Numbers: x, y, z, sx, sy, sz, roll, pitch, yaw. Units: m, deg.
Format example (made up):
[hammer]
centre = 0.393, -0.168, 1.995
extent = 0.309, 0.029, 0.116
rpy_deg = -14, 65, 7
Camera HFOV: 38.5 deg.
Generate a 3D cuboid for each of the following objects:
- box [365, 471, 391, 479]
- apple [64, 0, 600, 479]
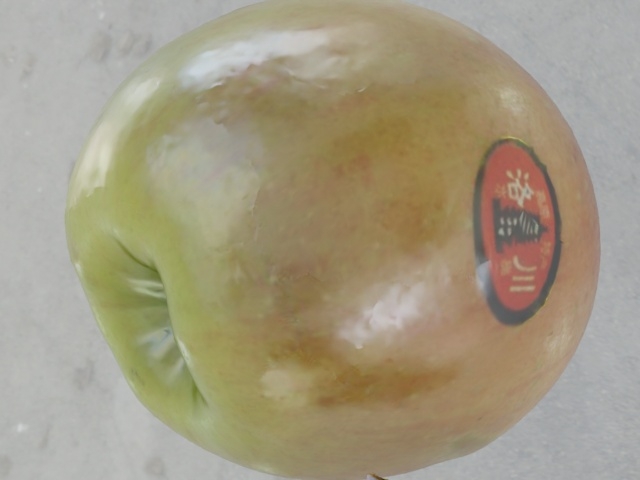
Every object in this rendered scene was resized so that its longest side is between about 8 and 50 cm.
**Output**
[box]
centre = 0.057, 0.252, 0.451
extent = 0.033, 0.129, 0.247
rpy_deg = 156, 129, -76
[apple]
centre = 0.000, 0.000, 0.620
extent = 0.338, 0.305, 0.338
rpy_deg = 30, 125, 53
